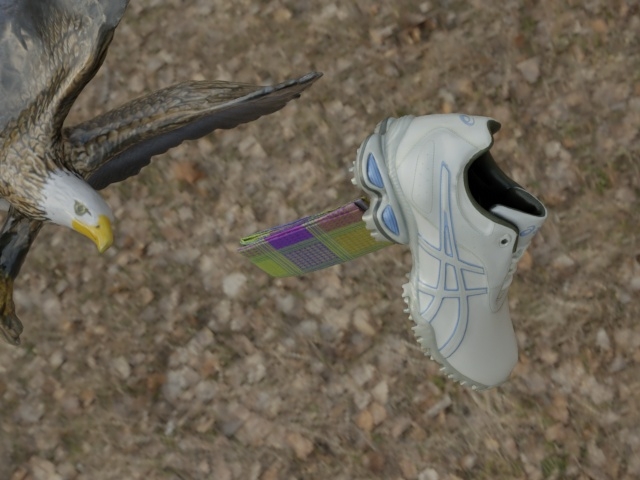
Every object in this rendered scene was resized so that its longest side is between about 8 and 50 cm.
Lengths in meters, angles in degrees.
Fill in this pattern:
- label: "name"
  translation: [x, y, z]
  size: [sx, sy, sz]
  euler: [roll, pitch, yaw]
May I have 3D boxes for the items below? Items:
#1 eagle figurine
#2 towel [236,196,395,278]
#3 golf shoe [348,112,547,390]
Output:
- label: "eagle figurine"
  translation: [-0.174, -0.075, 0.801]
  size: [0.225, 0.226, 0.298]
  euler: [39, 94, 10]
- label: "towel"
  translation: [0.000, 0.000, 0.678]
  size: [0.083, 0.060, 0.009]
  euler: [-20, 61, 20]
- label: "golf shoe"
  translation: [0.085, 0.010, 0.627]
  size: [0.086, 0.176, 0.069]
  euler: [-10, 33, 30]
